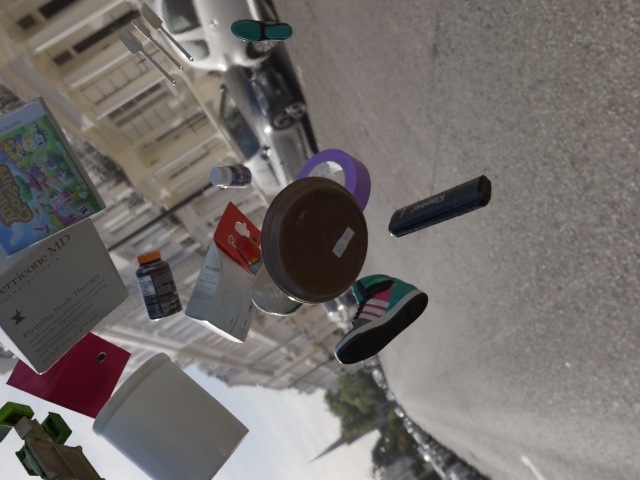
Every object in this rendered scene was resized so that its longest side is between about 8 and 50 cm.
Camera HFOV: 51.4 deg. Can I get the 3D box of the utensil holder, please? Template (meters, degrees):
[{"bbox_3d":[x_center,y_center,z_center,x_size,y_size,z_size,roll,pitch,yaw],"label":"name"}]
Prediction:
[{"bbox_3d":[-0.470,0.605,2.122,0.385,0.327,0.327,39,175,7],"label":"utensil holder"}]

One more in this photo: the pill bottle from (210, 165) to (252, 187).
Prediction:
[{"bbox_3d":[-0.313,-0.223,2.321,0.137,0.078,0.078,-6,-125,-49],"label":"pill bottle"}]

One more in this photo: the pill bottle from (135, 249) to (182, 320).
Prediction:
[{"bbox_3d":[-0.604,0.161,2.457,0.130,0.131,0.245,-140,35,-83],"label":"pill bottle"}]

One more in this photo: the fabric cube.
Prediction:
[{"bbox_3d":[-0.878,0.449,2.334,0.259,0.258,0.254,7,154,36],"label":"fabric cube"}]

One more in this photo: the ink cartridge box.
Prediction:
[{"bbox_3d":[-0.269,0.110,2.140,0.091,0.384,0.308,14,164,22],"label":"ink cartridge box"}]

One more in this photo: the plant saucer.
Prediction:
[{"bbox_3d":[0.000,0.000,1.429,0.041,0.278,0.277,2,129,55],"label":"plant saucer"}]

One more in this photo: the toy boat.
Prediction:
[{"bbox_3d":[-0.103,0.075,1.785,0.318,0.267,0.148,20,153,46],"label":"toy boat"}]

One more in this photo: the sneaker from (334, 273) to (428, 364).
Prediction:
[{"bbox_3d":[0.124,0.192,1.796,0.178,0.296,0.123,40,157,45],"label":"sneaker"}]

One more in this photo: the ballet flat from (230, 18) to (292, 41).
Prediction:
[{"bbox_3d":[-0.181,-0.644,2.040,0.070,0.189,0.070,-177,90,-79],"label":"ballet flat"}]

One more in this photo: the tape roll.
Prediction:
[{"bbox_3d":[0.037,-0.171,2.279,0.090,0.275,0.274,21,-153,-48],"label":"tape roll"}]

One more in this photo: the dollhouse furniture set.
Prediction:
[{"bbox_3d":[-0.724,0.579,1.715,0.302,0.151,0.197,35,175,34],"label":"dollhouse furniture set"}]

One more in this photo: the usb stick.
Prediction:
[{"bbox_3d":[0.258,-0.071,1.466,0.045,0.077,0.278,32,147,-28],"label":"usb stick"}]

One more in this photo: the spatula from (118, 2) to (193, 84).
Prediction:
[{"bbox_3d":[-0.538,-0.639,2.199,0.019,0.168,0.242,-6,139,44],"label":"spatula"}]

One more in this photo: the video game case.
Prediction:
[{"bbox_3d":[-0.501,-0.104,1.122,0.212,0.194,0.023,64,-179,-15],"label":"video game case"}]

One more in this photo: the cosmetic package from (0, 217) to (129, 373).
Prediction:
[{"bbox_3d":[-0.781,0.070,1.759,0.328,0.329,0.393,30,149,25],"label":"cosmetic package"}]
